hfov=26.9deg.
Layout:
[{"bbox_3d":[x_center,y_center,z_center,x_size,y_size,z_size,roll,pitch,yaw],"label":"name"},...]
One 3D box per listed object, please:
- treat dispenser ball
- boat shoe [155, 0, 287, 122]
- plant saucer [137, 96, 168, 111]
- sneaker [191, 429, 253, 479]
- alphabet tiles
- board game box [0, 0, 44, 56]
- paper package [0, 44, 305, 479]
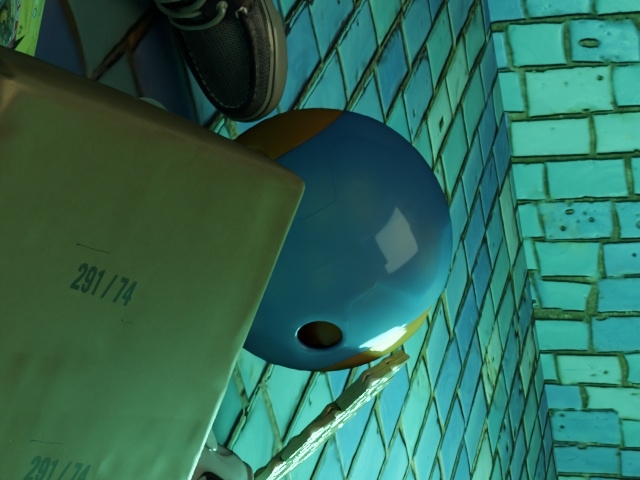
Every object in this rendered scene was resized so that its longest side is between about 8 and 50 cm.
[{"bbox_3d":[0.000,0.000,1.454,0.288,0.288,0.288,-1,90,-70],"label":"treat dispenser ball"},{"bbox_3d":[-0.141,-0.261,1.352,0.158,0.127,0.340,-46,124,-54],"label":"boat shoe"},{"bbox_3d":[-0.183,-0.044,1.319,0.195,0.037,0.194,-1,90,-71],"label":"plant saucer"},{"bbox_3d":[-0.157,0.151,1.232,0.366,0.137,0.210,23,70,-65],"label":"sneaker"},{"bbox_3d":[-0.017,0.225,1.496,0.021,0.284,0.278,48,20,8],"label":"alphabet tiles"},{"bbox_3d":[-0.259,-0.110,0.955,0.165,0.042,0.243,-52,159,-70],"label":"board game box"},{"bbox_3d":[-0.202,0.038,0.880,0.325,0.168,0.309,14,99,-59],"label":"paper package"}]
